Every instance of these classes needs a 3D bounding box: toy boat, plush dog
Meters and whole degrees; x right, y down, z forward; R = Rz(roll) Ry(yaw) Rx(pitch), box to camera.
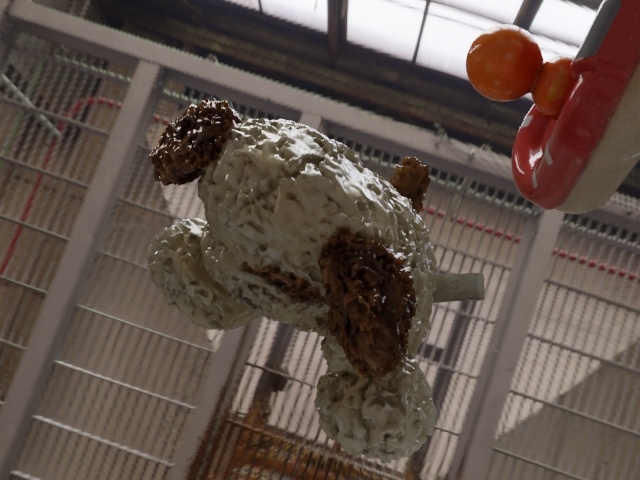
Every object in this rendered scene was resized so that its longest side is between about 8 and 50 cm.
[{"bbox_3d":[0.184,-0.119,0.748,0.151,0.231,0.151,26,-102,10],"label":"toy boat"},{"bbox_3d":[0.000,0.000,0.662,0.262,0.225,0.211,37,-95,21],"label":"plush dog"}]
